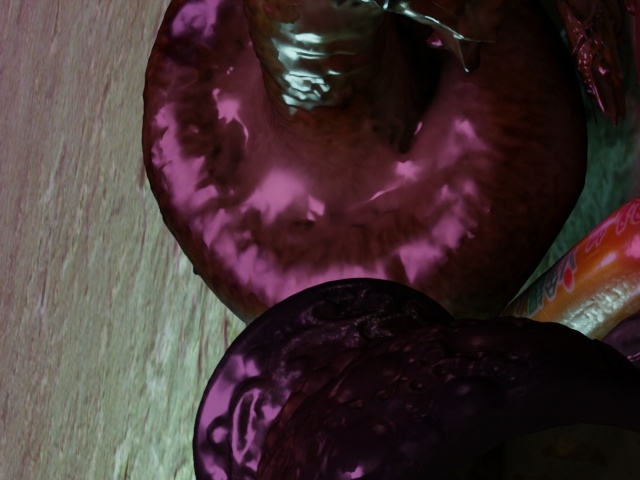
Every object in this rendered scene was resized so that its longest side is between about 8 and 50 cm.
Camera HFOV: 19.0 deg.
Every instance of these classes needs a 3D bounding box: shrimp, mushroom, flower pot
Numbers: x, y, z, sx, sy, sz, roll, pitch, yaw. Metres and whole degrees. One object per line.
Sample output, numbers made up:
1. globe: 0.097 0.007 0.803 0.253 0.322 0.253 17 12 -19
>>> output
1. shrimp: 0.185 -0.154 1.193 0.095 0.045 0.162 -23 68 43
2. mushroom: 0.017 -0.079 1.238 0.334 0.356 0.331 -33 87 20
3. flower pot: 0.059 0.149 1.048 0.267 0.266 0.266 -146 54 -61

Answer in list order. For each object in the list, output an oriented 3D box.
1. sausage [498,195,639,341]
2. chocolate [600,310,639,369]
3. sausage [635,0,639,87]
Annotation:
1. sausage: 0.180 0.031 1.197 0.234 0.071 0.071 129 130 -57
2. chocolate: 0.190 0.120 1.156 0.110 0.110 0.248 67 148 31
3. sausage: 0.234 -0.154 0.945 0.152 0.152 0.279 -146 55 -59
